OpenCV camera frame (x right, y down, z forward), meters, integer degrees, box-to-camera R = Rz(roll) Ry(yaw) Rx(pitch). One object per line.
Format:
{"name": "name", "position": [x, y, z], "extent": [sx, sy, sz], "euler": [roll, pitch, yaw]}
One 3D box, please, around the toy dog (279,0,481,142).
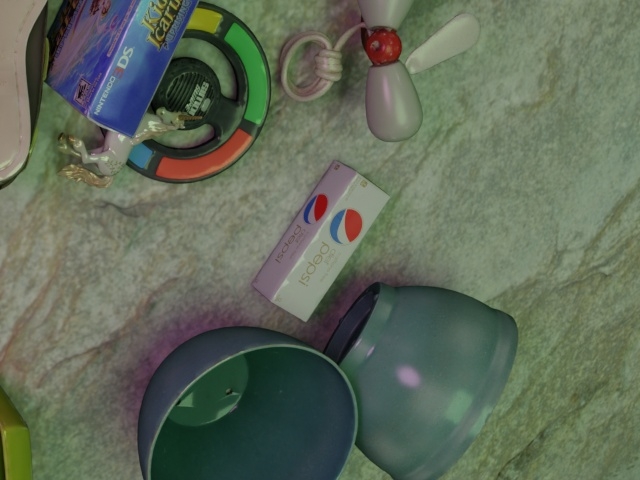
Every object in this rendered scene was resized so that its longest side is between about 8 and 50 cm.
{"name": "toy dog", "position": [0.098, -0.309, 1.231], "extent": [0.161, 0.220, 0.333], "euler": [-22, 133, -57]}

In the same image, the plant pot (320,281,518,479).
{"name": "plant pot", "position": [0.116, 0.180, 1.384], "extent": [0.196, 0.293, 0.293], "euler": [33, 91, -8]}

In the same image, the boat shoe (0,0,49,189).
{"name": "boat shoe", "position": [-0.344, -0.213, 1.024], "extent": [0.117, 0.097, 0.324], "euler": [2, 82, -14]}

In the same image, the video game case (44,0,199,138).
{"name": "video game case", "position": [-0.202, -0.265, 1.021], "extent": [0.061, 0.244, 0.269], "euler": [23, 96, -33]}

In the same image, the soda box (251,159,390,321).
{"name": "soda box", "position": [0.000, 0.000, 1.349], "extent": [0.074, 0.069, 0.216], "euler": [33, 90, -35]}

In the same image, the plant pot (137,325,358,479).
{"name": "plant pot", "position": [-0.122, 0.231, 1.294], "extent": [0.290, 0.195, 0.290], "euler": [-11, 115, -25]}

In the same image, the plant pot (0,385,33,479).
{"name": "plant pot", "position": [-0.454, 0.274, 1.112], "extent": [0.207, 0.227, 0.228], "euler": [-10, 114, -33]}

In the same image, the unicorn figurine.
{"name": "unicorn figurine", "position": [-0.234, -0.128, 1.134], "extent": [0.111, 0.060, 0.162], "euler": [29, 116, -30]}

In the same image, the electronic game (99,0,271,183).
{"name": "electronic game", "position": [-0.166, -0.181, 1.194], "extent": [0.229, 0.048, 0.229], "euler": [-11, 114, -26]}
